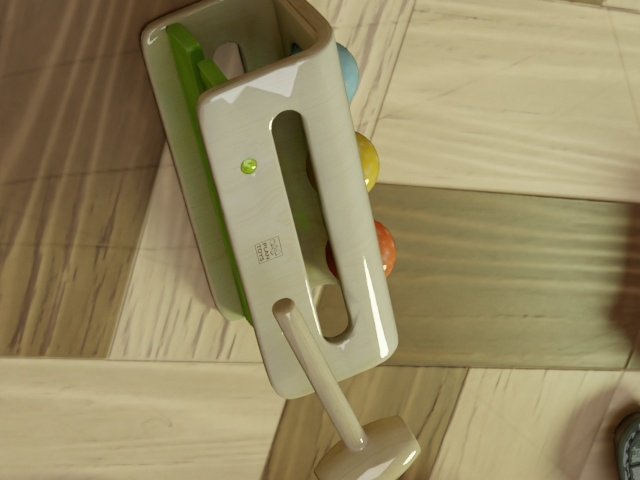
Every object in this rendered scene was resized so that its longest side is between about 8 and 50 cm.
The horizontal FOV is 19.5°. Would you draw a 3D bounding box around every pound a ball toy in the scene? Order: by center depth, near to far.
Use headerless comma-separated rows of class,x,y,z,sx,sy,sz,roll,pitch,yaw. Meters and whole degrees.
pound a ball toy,0.000,0.000,1.315,0.136,0.208,0.319,-24,127,-13

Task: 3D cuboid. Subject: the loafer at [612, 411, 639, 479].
loafer,0.342,0.264,1.736,0.096,0.084,0.267,-37,108,-7
